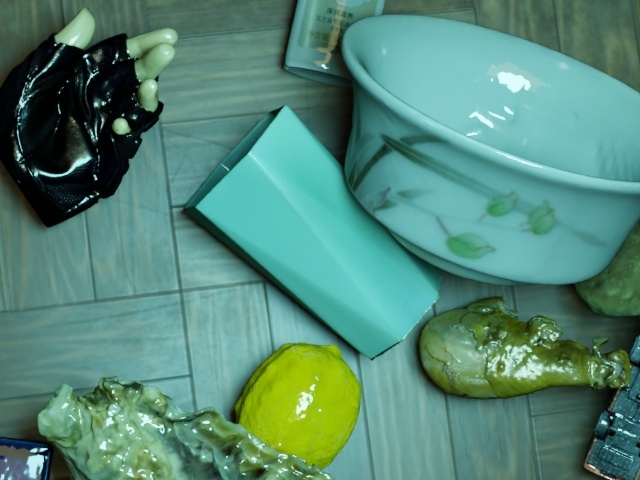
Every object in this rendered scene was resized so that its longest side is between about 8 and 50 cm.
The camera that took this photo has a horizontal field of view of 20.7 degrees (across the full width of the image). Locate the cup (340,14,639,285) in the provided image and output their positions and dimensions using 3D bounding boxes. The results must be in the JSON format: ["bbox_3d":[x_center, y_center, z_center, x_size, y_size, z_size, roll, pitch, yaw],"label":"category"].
[{"bbox_3d":[0.161,-0.067,1.635,0.347,0.347,0.163,16,113,-7],"label":"cup"}]

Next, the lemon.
[{"bbox_3d":[-0.024,0.166,1.669,0.114,0.114,0.155,30,83,-5],"label":"lemon"}]

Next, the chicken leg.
[{"bbox_3d":[0.198,0.110,1.698,0.207,0.101,0.085,4,114,22],"label":"chicken leg"}]

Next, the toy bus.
[{"bbox_3d":[0.319,0.142,1.708,0.065,0.077,0.192,23,112,6],"label":"toy bus"}]

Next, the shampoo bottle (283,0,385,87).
[{"bbox_3d":[0.028,-0.270,1.745,0.086,0.056,0.227,15,83,-8],"label":"shampoo bottle"}]

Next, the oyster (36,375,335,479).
[{"bbox_3d":[-0.116,0.262,1.601,0.354,0.107,0.201,33,113,-13],"label":"oyster"}]

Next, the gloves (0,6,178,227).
[{"bbox_3d":[-0.215,-0.128,1.662,0.203,0.124,0.164,-34,103,-8],"label":"gloves"}]

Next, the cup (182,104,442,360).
[{"bbox_3d":[0.000,0.000,1.678,0.236,0.134,0.148,43,53,-7],"label":"cup"}]

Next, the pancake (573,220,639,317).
[{"bbox_3d":[0.333,-0.030,1.687,0.050,0.242,0.242,35,80,-34],"label":"pancake"}]

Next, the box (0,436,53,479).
[{"bbox_3d":[-0.402,0.297,1.605,0.279,0.116,0.261,8,84,-6],"label":"box"}]
